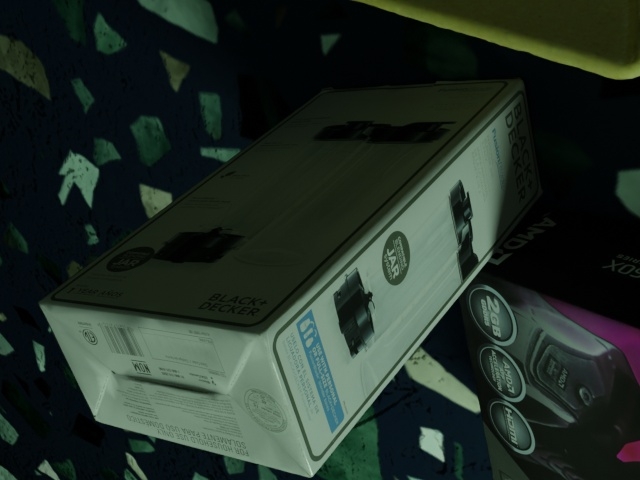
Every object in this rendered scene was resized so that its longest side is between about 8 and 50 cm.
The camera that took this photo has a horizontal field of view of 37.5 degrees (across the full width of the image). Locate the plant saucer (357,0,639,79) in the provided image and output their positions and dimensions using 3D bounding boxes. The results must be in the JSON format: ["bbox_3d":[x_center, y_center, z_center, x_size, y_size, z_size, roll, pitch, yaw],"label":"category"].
[{"bbox_3d":[0.052,-0.282,0.460,0.333,0.081,0.333,26,134,32],"label":"plant saucer"}]

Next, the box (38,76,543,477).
[{"bbox_3d":[0.000,0.000,0.572,0.169,0.290,0.087,3,123,36],"label":"box"}]

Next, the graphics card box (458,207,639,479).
[{"bbox_3d":[0.249,0.133,0.538,0.371,0.094,0.232,24,136,50],"label":"graphics card box"}]
